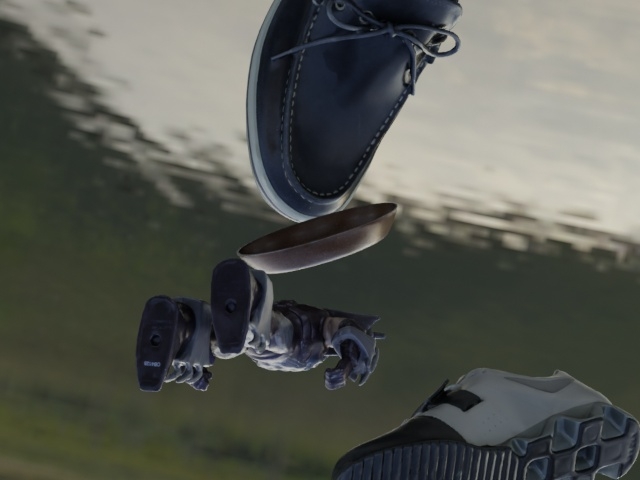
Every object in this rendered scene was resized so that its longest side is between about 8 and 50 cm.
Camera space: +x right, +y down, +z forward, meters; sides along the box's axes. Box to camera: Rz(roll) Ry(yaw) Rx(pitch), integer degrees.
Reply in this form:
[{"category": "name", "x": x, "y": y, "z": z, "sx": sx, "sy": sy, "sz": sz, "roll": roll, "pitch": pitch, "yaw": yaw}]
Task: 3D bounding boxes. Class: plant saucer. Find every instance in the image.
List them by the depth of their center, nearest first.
[{"category": "plant saucer", "x": 0.000, "y": 0.000, "z": 1.870, "sx": 0.168, "sy": 0.029, "sz": 0.168, "roll": -17, "pitch": -171, "yaw": 3}]

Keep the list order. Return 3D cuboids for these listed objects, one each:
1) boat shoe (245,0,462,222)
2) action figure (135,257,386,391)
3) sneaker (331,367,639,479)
[{"category": "boat shoe", "x": 0.060, "y": -0.256, "z": 2.055, "sx": 0.187, "sy": 0.500, "sz": 0.156, "roll": 23, "pitch": 179, "yaw": -29}, {"category": "action figure", "x": -0.055, "y": 0.087, "z": 1.611, "sx": 0.185, "sy": 0.099, "sz": 0.285, "roll": -10, "pitch": 169, "yaw": 20}, {"category": "sneaker", "x": 0.139, "y": 0.198, "z": 1.827, "sx": 0.330, "sy": 0.122, "sz": 0.146, "roll": -6, "pitch": -147, "yaw": -29}]
